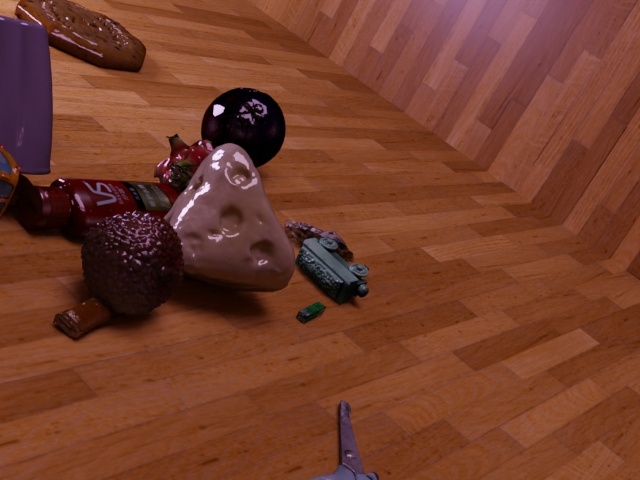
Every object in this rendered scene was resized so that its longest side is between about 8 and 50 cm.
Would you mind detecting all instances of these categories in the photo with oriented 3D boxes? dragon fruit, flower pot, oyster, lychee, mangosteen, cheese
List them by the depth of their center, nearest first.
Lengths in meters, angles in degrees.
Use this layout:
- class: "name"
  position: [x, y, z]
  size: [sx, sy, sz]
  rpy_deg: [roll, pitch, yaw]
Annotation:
- class: "lychee"
  position: [-0.278, 0.037, 1.585]
  size: [0.197, 0.165, 0.165]
  rpy_deg: [19, 15, 26]
- class: "flower pot"
  position: [-0.544, -0.244, 1.675]
  size: [0.265, 0.243, 0.265]
  rpy_deg: [12, 4, -1]
- class: "cheese"
  position: [-0.141, -0.020, 1.783]
  size: [0.248, 0.251, 0.173]
  rpy_deg: [32, -18, -25]
- class: "dragon fruit"
  position: [-0.253, -0.129, 2.003]
  size: [0.137, 0.135, 0.236]
  rpy_deg: [45, 7, 21]
- class: "oyster"
  position: [0.001, -0.002, 2.184]
  size: [0.165, 0.053, 0.108]
  rpy_deg: [20, -5, -3]
- class: "mangosteen"
  position: [-0.180, -0.248, 2.369]
  size: [0.194, 0.194, 0.230]
  rpy_deg: [26, -13, -10]

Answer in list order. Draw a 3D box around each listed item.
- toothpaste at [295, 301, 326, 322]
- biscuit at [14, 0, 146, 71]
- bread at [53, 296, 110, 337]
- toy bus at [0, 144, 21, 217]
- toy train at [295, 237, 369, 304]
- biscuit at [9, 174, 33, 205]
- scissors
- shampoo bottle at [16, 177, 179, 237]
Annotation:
- class: "toothpaste"
  position: [-0.017, 0.132, 1.908]
  size: [0.020, 0.017, 0.083]
  rpy_deg: [33, 21, 17]
- class: "biscuit"
  position: [-0.600, -0.532, 2.631]
  size: [0.359, 0.046, 0.359]
  rpy_deg: [25, 21, -10]
- class: "bread"
  position: [-0.344, 0.111, 1.512]
  size: [0.047, 0.036, 0.083]
  rpy_deg: [37, 24, 10]
- class: "toy bus"
  position: [-0.515, -0.057, 1.451]
  size: [0.126, 0.209, 0.136]
  rpy_deg: [43, 14, 35]
- class: "toy train"
  position: [0.021, 0.056, 2.063]
  size: [0.099, 0.070, 0.172]
  rpy_deg: [-12, 44, -45]
- class: "biscuit"
  position: [-0.575, -0.093, 1.677]
  size: [0.236, 0.040, 0.144]
  rpy_deg: [6, 35, -46]
- class: "scissors"
  position: [0.048, 0.331, 1.520]
  size: [0.191, 0.029, 0.360]
  rpy_deg: [23, 22, -13]
- class: "shampoo bottle"
  position: [-0.371, -0.056, 1.794]
  size: [0.314, 0.076, 0.118]
  rpy_deg: [0, 51, -52]
